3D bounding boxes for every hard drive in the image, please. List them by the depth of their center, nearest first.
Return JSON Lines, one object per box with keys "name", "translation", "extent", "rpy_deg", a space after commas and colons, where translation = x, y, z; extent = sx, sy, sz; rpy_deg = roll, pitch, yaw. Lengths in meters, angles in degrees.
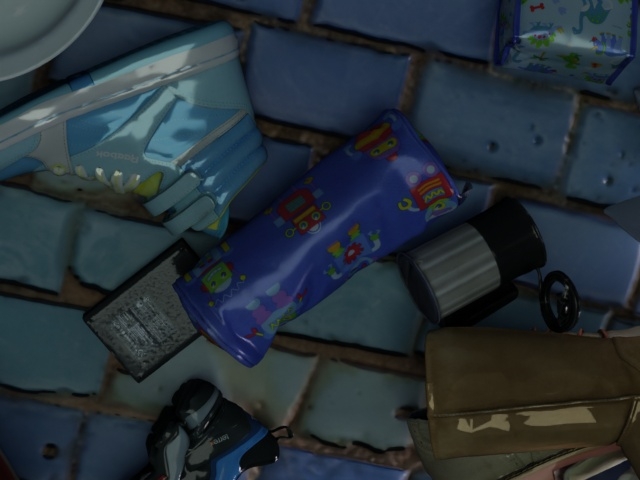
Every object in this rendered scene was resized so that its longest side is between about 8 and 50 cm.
{"name": "hard drive", "translation": [-0.168, 0.074, 1.606], "extent": [0.135, 0.022, 0.094], "rpy_deg": [-37, 104, 4]}

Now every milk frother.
{"name": "milk frother", "translation": [0.175, 0.048, 1.562], "extent": [0.135, 0.143, 0.129], "rpy_deg": [-28, 118, -12]}

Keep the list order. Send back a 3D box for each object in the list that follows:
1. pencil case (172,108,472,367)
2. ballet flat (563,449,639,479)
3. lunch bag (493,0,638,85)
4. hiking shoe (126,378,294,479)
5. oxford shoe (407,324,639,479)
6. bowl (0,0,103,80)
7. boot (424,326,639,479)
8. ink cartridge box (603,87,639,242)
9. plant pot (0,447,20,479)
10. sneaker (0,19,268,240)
{"name": "pencil case", "translation": [0.000, 0.000, 1.544], "extent": [0.306, 0.119, 0.133], "rpy_deg": [-38, 143, -2]}
{"name": "ballet flat", "translation": [0.278, 0.313, 1.608], "extent": [0.409, 0.147, 0.147], "rpy_deg": [-34, 105, -11]}
{"name": "lunch bag", "translation": [0.247, -0.244, 1.533], "extent": [0.129, 0.096, 0.151], "rpy_deg": [8, 74, -8]}
{"name": "hiking shoe", "translation": [-0.161, 0.300, 1.616], "extent": [0.132, 0.113, 0.304], "rpy_deg": [33, 99, -11]}
{"name": "oxford shoe", "translation": [0.278, 0.146, 1.610], "extent": [0.397, 0.140, 0.146], "rpy_deg": [-33, 99, 2]}
{"name": "bowl", "translation": [-0.336, -0.301, 1.440], "extent": [0.298, 0.134, 0.297], "rpy_deg": [-1, 105, -5]}
{"name": "boot", "translation": [0.245, 0.200, 1.524], "extent": [0.270, 0.089, 0.236], "rpy_deg": [-4, 79, 11]}
{"name": "ink cartridge box", "translation": [0.452, -0.121, 1.522], "extent": [0.354, 0.207, 0.119], "rpy_deg": [-22, 106, 0]}
{"name": "plant pot", "translation": [-0.434, 0.275, 1.521], "extent": [0.243, 0.275, 0.275], "rpy_deg": [-34, 105, -8]}
{"name": "sneaker", "translation": [-0.200, -0.069, 1.516], "extent": [0.319, 0.127, 0.208], "rpy_deg": [-22, 104, 1]}
